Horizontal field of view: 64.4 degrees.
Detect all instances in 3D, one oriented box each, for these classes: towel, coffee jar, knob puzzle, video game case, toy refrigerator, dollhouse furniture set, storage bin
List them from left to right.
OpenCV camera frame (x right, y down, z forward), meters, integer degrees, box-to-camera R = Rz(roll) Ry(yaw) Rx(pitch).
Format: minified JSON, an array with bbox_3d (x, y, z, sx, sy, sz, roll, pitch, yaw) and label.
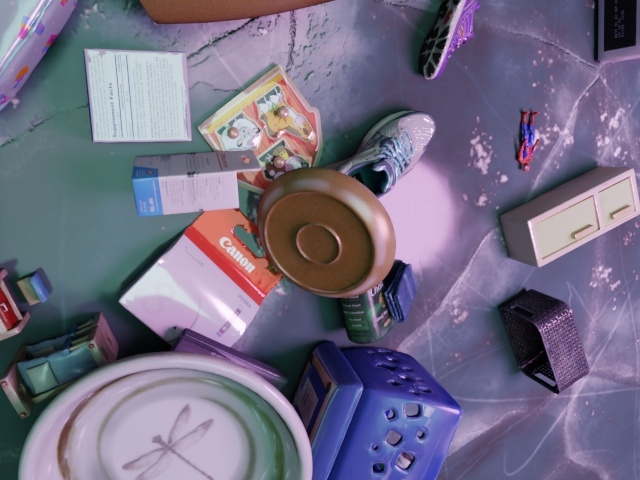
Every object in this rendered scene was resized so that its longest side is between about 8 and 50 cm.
[{"bbox_3d":[-0.394,0.125,0.728,0.129,0.129,0.184,-24,107,-14],"label":"dollhouse furniture set"},{"bbox_3d":[-0.209,0.292,0.849,0.196,0.026,0.274,31,104,-22],"label":"video game case"},{"bbox_3d":[-0.075,-0.158,0.837,0.213,0.030,0.213,-4,102,-19],"label":"knob puzzle"},{"bbox_3d":[0.069,0.083,0.900,0.096,0.079,0.185,-38,115,-47],"label":"coffee jar"},{"bbox_3d":[0.148,0.094,0.927,0.029,0.119,0.067,-11,111,26],"label":"towel"},{"bbox_3d":[0.459,0.205,1.045,0.084,0.122,0.180,-29,109,-12],"label":"storage bin"},{"bbox_3d":[0.509,-0.052,1.028,0.269,0.094,0.102,-24,107,-14],"label":"toy refrigerator"}]

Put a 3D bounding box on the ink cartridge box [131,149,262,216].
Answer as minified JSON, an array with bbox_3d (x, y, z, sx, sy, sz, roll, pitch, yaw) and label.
[{"bbox_3d":[-0.182,-0.089,0.761,0.180,0.104,0.060,-6,117,-13],"label":"ink cartridge box"}]

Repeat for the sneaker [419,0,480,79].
[{"bbox_3d":[0.234,-0.356,0.888,0.071,0.068,0.170,25,91,-28],"label":"sneaker"}]

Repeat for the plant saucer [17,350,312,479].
[{"bbox_3d":[-0.214,0.326,0.752,0.400,0.100,0.401,-2,108,-8],"label":"plant saucer"}]

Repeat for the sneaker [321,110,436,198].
[{"bbox_3d":[0.104,-0.120,0.852,0.283,0.122,0.110,-40,112,-14],"label":"sneaker"}]

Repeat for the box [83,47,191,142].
[{"bbox_3d":[-0.263,-0.206,0.739,0.137,0.072,0.126,-5,102,-19],"label":"box"}]

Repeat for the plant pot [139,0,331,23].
[{"bbox_3d":[-0.132,-0.397,0.682,0.254,0.237,0.237,-23,108,1],"label":"plant pot"}]

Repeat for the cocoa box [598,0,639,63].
[{"bbox_3d":[0.678,-0.523,0.919,0.227,0.231,0.348,-12,105,-18],"label":"cocoa box"}]

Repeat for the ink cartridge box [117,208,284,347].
[{"bbox_3d":[-0.177,0.070,0.835,0.232,0.066,0.189,-44,111,-2],"label":"ink cartridge box"}]

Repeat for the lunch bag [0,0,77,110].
[{"bbox_3d":[-0.453,-0.316,0.632,0.224,0.108,0.279,32,88,-19],"label":"lunch bag"}]

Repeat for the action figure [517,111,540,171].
[{"bbox_3d":[0.410,-0.194,1.002,0.038,0.030,0.115,-4,104,-24],"label":"action figure"}]

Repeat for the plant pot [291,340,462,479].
[{"bbox_3d":[0.067,0.316,0.880,0.212,0.236,0.236,20,94,-15],"label":"plant pot"}]

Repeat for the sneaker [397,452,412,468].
[{"bbox_3d":[0.161,0.568,1.029,0.118,0.110,0.292,-8,103,-9],"label":"sneaker"}]

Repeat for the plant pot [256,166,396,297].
[{"bbox_3d":[0.000,0.000,0.798,0.236,0.032,0.237,12,125,17],"label":"plant pot"}]
